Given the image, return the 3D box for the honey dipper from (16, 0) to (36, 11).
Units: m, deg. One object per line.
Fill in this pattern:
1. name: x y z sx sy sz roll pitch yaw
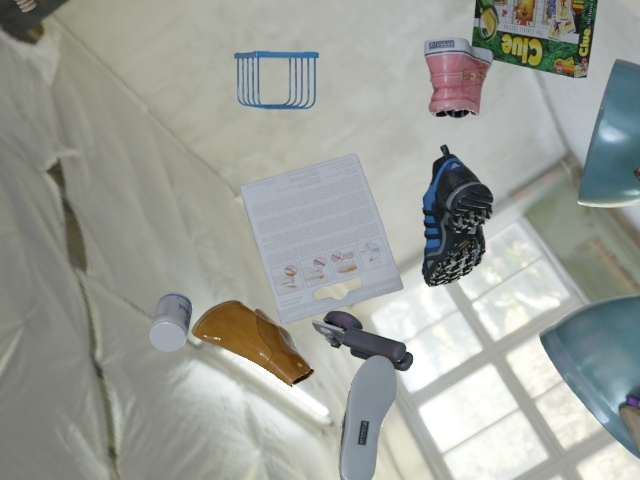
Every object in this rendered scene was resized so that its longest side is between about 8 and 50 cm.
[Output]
1. honey dipper: -0.569 -0.487 1.481 0.160 0.030 0.030 61 -176 -34

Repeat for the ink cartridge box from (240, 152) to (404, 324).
1. ink cartridge box: 0.000 0.000 2.016 0.091 0.308 0.384 86 167 -67

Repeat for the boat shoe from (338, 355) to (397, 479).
1. boat shoe: 0.069 0.301 1.384 0.078 0.219 0.070 18 163 -6

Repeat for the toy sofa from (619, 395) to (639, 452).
1. toy sofa: 0.603 0.369 1.212 0.362 0.150 0.177 67 167 -4

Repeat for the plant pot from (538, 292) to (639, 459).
1. plant pot: 0.544 0.205 1.390 0.293 0.196 0.293 40 -162 -16

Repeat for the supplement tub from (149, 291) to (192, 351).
1. supplement tub: -0.283 0.153 1.568 0.071 0.071 0.107 52 -163 -25

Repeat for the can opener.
1. can opener: 0.096 0.208 1.826 0.283 0.095 0.076 10 147 46

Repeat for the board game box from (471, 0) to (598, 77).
1. board game box: 0.318 -0.333 1.258 0.260 0.030 0.136 -143 48 -59

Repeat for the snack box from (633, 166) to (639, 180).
1. snack box: 0.578 -0.148 1.288 0.022 0.178 0.064 48 -165 -13

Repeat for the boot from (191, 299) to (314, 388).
1. boot: -0.133 0.237 1.813 0.211 0.104 0.295 44 -164 23

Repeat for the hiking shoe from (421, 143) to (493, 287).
1. hiking shoe: 0.243 -0.033 1.538 0.304 0.113 0.132 100 155 -51

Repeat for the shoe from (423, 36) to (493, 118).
1. shoe: 0.159 -0.180 0.950 0.178 0.064 0.081 -13 -78 -68

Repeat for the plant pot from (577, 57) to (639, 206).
1. plant pot: 0.633 -0.190 1.595 0.196 0.290 0.290 15 174 19

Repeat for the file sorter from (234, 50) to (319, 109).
1. file sorter: -0.085 -0.301 1.551 0.170 0.118 0.104 -150 58 -68
